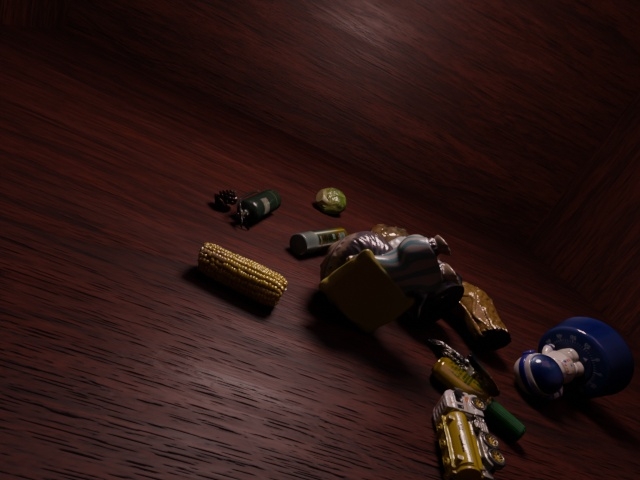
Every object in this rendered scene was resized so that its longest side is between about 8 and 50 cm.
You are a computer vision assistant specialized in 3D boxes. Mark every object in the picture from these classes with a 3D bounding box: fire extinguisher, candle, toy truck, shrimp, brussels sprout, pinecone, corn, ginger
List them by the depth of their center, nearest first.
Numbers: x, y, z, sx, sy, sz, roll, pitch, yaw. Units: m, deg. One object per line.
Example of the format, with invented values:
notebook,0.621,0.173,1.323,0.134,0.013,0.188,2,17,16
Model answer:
toy truck,0.311,0.431,0.875,0.114,0.098,0.227,20,24,-2
corn,-0.205,0.089,1.046,0.244,0.093,0.093,27,22,0
shrimp,0.398,0.330,1.142,0.262,0.051,0.198,42,-15,40
candle,0.308,0.117,1.400,0.221,0.221,0.342,5,30,-44
pinecone,-0.339,-0.150,1.438,0.077,0.077,0.083,36,64,21
fire extinguisher,-0.240,-0.120,1.468,0.118,0.093,0.294,68,21,-10
ginger,0.350,0.055,1.641,0.375,0.176,0.256,30,10,17
brussels sprout,0.053,-0.194,1.928,0.155,0.117,0.155,33,20,-13

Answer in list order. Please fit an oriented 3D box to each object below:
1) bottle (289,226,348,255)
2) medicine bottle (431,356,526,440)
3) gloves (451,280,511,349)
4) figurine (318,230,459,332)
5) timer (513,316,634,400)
bottle,0.000,0.000,1.487,0.082,0.082,0.286,38,24,24
medicine bottle,0.416,0.417,1.066,0.260,0.064,0.095,38,20,26
gloves,0.552,0.249,1.470,0.203,0.155,0.356,28,12,-30
figurine,0.171,0.040,1.222,0.377,0.361,0.266,-97,164,-59
timer,0.791,0.415,1.317,0.384,0.270,0.270,-6,37,-30
